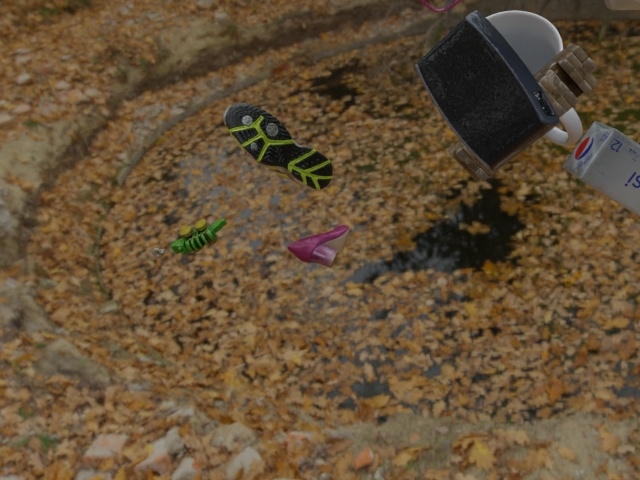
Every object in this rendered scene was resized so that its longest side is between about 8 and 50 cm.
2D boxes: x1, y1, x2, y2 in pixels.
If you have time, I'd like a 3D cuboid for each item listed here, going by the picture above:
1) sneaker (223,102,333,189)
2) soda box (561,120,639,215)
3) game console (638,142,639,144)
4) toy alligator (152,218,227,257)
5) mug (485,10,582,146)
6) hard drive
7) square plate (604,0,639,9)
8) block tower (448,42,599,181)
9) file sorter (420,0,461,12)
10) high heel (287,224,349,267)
[{"bbox_3d":[-0.144,-0.268,2.124,0.147,0.385,0.145,8,65,58],"label":"sneaker"},{"bbox_3d":[0.555,-0.083,1.178,0.286,0.098,0.091,28,17,-10],"label":"soda box"},{"bbox_3d":[0.800,-0.247,1.666,0.213,0.043,0.361,-7,-19,-36],"label":"game console"},{"bbox_3d":[-0.290,0.007,1.558,0.190,0.056,0.051,-25,34,10],"label":"toy alligator"},{"bbox_3d":[0.563,-0.393,1.942,0.276,0.328,0.374,-44,61,-1],"label":"mug"},{"bbox_3d":[0.287,-0.264,1.265,0.172,0.254,0.054,-39,-13,33],"label":"hard drive"},{"bbox_3d":[0.620,-0.521,1.183,0.347,0.344,0.049,14,61,39],"label":"square plate"},{"bbox_3d":[0.430,-0.264,1.498,0.335,0.091,0.097,-42,9,19],"label":"block tower"},{"bbox_3d":[0.264,-0.694,1.581,0.202,0.182,0.290,-27,56,34],"label":"file sorter"},{"bbox_3d":[0.000,0.000,1.794,0.117,0.082,0.244,21,28,6],"label":"high heel"}]
